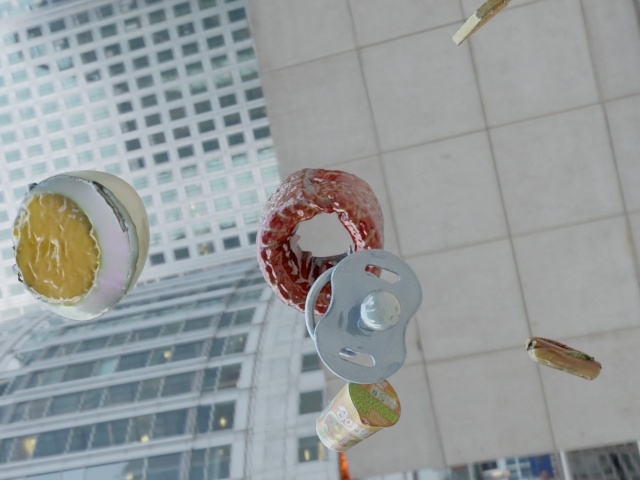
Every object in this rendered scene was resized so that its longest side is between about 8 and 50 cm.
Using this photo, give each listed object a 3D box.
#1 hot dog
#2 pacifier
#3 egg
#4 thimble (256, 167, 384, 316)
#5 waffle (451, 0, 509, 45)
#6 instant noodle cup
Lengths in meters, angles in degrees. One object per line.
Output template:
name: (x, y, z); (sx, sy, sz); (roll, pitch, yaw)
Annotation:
hot dog: (0.625, 0.297, 2.033); (0.062, 0.236, 0.092); (-65, 23, 18)
pacifier: (0.096, 0.143, 1.635); (0.226, 0.239, 0.287); (132, 160, -74)
egg: (-0.426, 0.003, 1.492); (0.286, 0.264, 0.174); (-62, -12, 19)
thimble: (0.000, 0.000, 2.035); (0.230, 0.350, 0.350); (-78, -27, -65)
waffle: (0.254, -0.341, 1.158); (0.021, 0.135, 0.092); (48, 163, 0)
instant noodle cup: (0.084, 0.443, 2.018); (0.168, 0.185, 0.168); (25, -142, -22)
